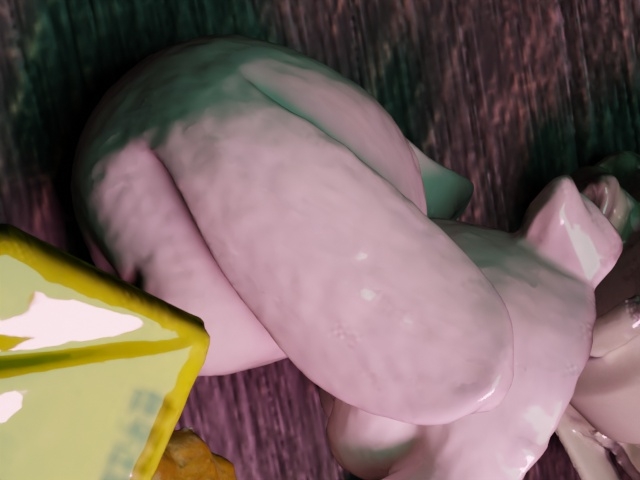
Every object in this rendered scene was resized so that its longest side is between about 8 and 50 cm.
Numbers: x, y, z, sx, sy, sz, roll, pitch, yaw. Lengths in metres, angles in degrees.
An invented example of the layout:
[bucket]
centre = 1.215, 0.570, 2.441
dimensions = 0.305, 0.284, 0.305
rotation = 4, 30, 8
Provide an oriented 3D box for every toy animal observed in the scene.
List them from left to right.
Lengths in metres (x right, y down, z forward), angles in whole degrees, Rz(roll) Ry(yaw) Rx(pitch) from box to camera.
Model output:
[toy animal]
centre = 0.000, 0.000, 0.992
dimensions = 0.265, 0.271, 0.206
rotation = 37, 105, -10

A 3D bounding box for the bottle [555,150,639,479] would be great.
[bottle]
centre = 0.271, 0.095, 1.177
dimensions = 0.352, 0.229, 0.229
rotation = 39, 76, -26

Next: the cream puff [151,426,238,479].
[cream puff]
centre = -0.114, 0.163, 0.996
dimensions = 0.146, 0.116, 0.146
rotation = -25, 120, -56

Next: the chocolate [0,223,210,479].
[chocolate]
centre = -0.243, 0.110, 0.857
dimensions = 0.289, 0.137, 0.301
rotation = 26, 85, -23
